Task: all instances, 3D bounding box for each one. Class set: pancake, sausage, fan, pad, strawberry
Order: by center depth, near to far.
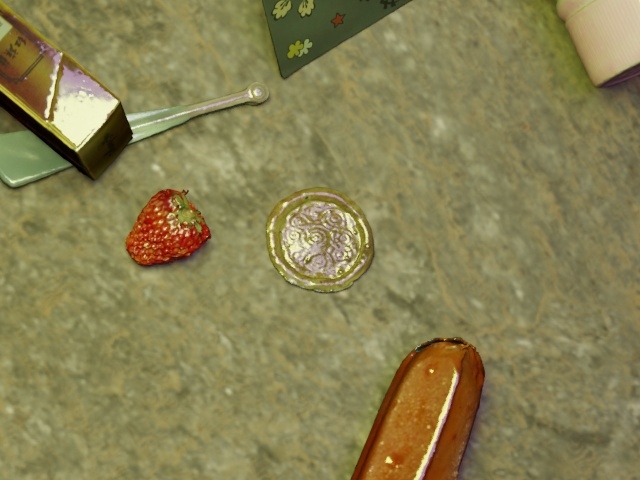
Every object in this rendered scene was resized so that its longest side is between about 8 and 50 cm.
[{"bbox_3d":[0.073,0.248,1.428,0.102,0.102,0.330,24,76,-7],"label":"sausage"},{"bbox_3d":[-0.151,-0.009,1.443,0.083,0.073,0.073,-39,91,21],"label":"strawberry"},{"bbox_3d":[-0.187,-0.117,1.468,0.282,0.023,0.057,-19,77,-14],"label":"fan"},{"bbox_3d":[0.046,-0.279,1.484,0.245,0.170,0.006,-33,53,-16],"label":"pad"},{"bbox_3d":[0.000,0.000,1.494,0.115,0.011,0.114,2,81,-10],"label":"pancake"}]

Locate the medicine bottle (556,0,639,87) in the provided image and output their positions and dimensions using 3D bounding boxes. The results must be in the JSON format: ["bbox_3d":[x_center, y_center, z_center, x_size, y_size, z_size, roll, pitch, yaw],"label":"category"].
[{"bbox_3d":[0.304,-0.336,1.513,0.202,0.202,0.315,-22,86,-14],"label":"medicine bottle"}]

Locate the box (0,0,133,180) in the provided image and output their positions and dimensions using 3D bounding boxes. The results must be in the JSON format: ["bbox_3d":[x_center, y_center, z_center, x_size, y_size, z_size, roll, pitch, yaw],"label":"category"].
[{"bbox_3d":[-0.288,-0.164,1.375,0.240,0.159,0.071,39,80,2],"label":"box"}]
